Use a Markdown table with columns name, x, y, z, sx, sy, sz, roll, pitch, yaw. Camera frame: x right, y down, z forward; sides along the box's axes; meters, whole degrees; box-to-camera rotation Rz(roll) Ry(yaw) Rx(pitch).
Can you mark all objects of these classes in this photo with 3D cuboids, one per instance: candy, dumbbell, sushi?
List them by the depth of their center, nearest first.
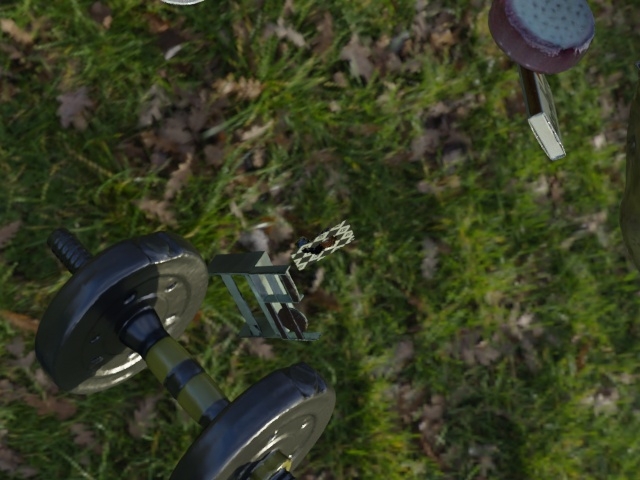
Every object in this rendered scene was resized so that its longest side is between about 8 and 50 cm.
| name | x | y | z | sx | sy | sz | roll | pitch | yaw |
| --- | --- | --- | --- | --- | --- | --- | --- | --- | --- |
| dumbbell | -0.096 | 0.099 | 0.665 | 0.325 | 0.143 | 0.143 | 43 | 41 | 22 |
| candy | 0.209 | -0.205 | 0.883 | 0.103 | 0.043 | 0.103 | 8 | 62 | -16 |
| sushi | 0.000 | 0.000 | 1.751 | 0.026 | 0.126 | 0.120 | 59 | -3 | 20 |

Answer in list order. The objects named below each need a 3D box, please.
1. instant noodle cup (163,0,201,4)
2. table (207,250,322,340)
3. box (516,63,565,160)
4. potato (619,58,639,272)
| name | x | y | z | sx | sy | sz | roll | pitch | yaw |
| --- | --- | --- | --- | --- | --- | --- | --- | --- | --- |
| instant noodle cup | -0.254 | -0.604 | 1.777 | 0.251 | 0.190 | 0.251 | 11 | 68 | -30 |
| table | -0.089 | 0.093 | 1.557 | 0.062 | 0.175 | 0.146 | -58 | 134 | -43 |
| box | 0.390 | -0.239 | 1.660 | 0.115 | 0.036 | 0.177 | 49 | 30 | -37 |
| potato | 0.354 | -0.061 | 0.823 | 0.141 | 0.191 | 0.296 | -32 | 125 | -18 |
